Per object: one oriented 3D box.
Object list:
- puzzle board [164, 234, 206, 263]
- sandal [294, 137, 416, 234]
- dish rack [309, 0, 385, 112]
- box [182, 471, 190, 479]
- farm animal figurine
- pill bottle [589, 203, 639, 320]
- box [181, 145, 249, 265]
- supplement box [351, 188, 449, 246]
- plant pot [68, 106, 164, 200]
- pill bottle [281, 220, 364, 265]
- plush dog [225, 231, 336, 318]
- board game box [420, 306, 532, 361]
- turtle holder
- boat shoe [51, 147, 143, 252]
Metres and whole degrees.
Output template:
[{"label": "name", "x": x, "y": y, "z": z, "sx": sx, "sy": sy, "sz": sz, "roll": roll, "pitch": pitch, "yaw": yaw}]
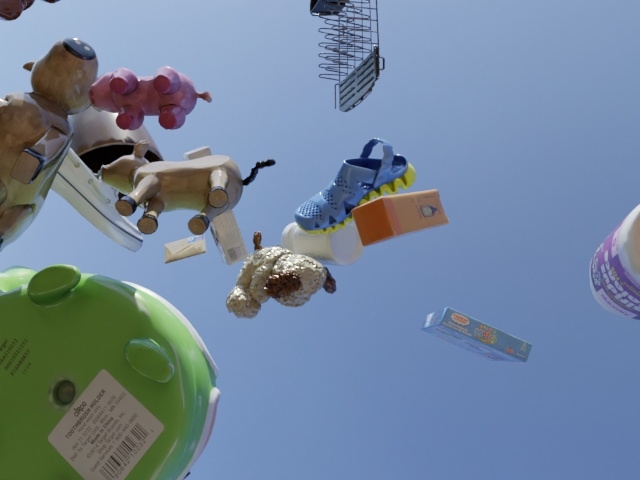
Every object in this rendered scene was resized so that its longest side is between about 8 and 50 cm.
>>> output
[{"label": "puzzle board", "x": -0.415, "y": 0.026, "z": 1.825, "sx": 0.096, "sy": 0.128, "sz": 0.011, "roll": -110, "pitch": -174, "yaw": -52}, {"label": "sandal", "x": 0.070, "y": -0.134, "z": 1.379, "sx": 0.126, "sy": 0.317, "sz": 0.138, "roll": 43, "pitch": -17, "yaw": 44}, {"label": "dish rack", "x": 0.049, "y": -0.393, "z": 1.146, "sx": 0.208, "sy": 0.074, "sz": 0.271, "roll": 158, "pitch": -69, "yaw": -69}, {"label": "box", "x": -0.388, "y": 0.449, "z": 1.129, "sx": 0.175, "sy": 0.220, "sz": 0.051, "roll": 48, "pitch": -43, "yaw": 11}, {"label": "farm animal figurine", "x": -0.264, "y": -0.105, "z": 0.602, "sx": 0.327, "sy": 0.172, "sz": 0.330, "roll": -36, "pitch": -71, "yaw": 14}, {"label": "pill bottle", "x": 0.559, "y": 0.045, "z": 1.006, "sx": 0.169, "sy": 0.301, "sz": 0.169, "roll": -3, "pitch": -108, "yaw": 10}, {"label": "box", "x": -0.280, "y": -0.090, "z": 1.599, "sx": 0.063, "sy": 0.067, "sz": 0.323, "roll": 14, "pitch": -53, "yaw": 60}, {"label": "supplement box", "x": 0.159, "y": -0.046, "z": 1.136, "sx": 0.080, "sy": 0.233, "sz": 0.078, "roll": -22, "pitch": -96, "yaw": 38}, {"label": "plant pot", "x": -0.469, "y": -0.221, "z": 1.296, "sx": 0.215, "sy": 0.215, "sz": 0.230, "roll": -46, "pitch": -125, "yaw": 36}, {"label": "pill bottle", "x": 0.000, "y": 0.000, "z": 1.595, "sx": 0.229, "sy": 0.131, "sz": 0.131, "roll": 1, "pitch": -79, "yaw": 52}, {"label": "plush dog", "x": -0.084, "y": 0.086, "z": 1.481, "sx": 0.226, "sy": 0.263, "sz": 0.210, "roll": 5, "pitch": -82, "yaw": 41}, {"label": "board game box", "x": 0.285, "y": 0.181, "z": 1.122, "sx": 0.160, "sy": 0.211, "sz": 0.039, "roll": 24, "pitch": -101, "yaw": 4}, {"label": "turtle holder", "x": -0.263, "y": 0.159, "z": 0.653, "sx": 0.321, "sy": 0.227, "sz": 0.243, "roll": 7, "pitch": -100, "yaw": 12}, {"label": "boat shoe", "x": -0.331, "y": -0.072, "z": 0.874, "sx": 0.075, "sy": 0.226, "sz": 0.083, "roll": -49, "pitch": -140, "yaw": -9}]
